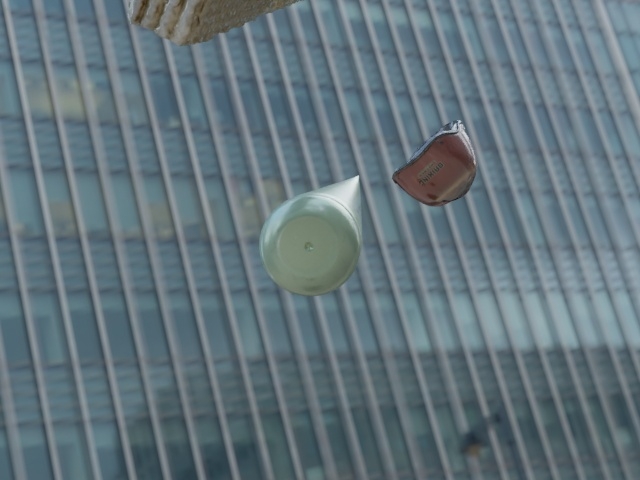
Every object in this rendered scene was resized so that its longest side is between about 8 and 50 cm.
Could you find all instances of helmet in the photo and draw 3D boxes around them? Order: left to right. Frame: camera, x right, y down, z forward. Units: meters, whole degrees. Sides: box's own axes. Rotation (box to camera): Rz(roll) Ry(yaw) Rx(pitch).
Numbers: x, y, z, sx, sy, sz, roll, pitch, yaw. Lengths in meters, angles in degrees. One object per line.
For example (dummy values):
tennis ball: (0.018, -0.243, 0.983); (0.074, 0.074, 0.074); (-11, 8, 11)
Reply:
helmet: (0.093, -0.054, 1.196); (0.065, 0.049, 0.084); (-42, 1, 25)

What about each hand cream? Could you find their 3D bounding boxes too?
hand cream: (0.000, 0.000, 1.575); (0.147, 0.093, 0.306); (-61, -3, 3)

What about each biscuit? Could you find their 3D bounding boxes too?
biscuit: (-0.063, -0.276, 1.511); (0.144, 0.078, 0.426); (-66, -9, 21)
